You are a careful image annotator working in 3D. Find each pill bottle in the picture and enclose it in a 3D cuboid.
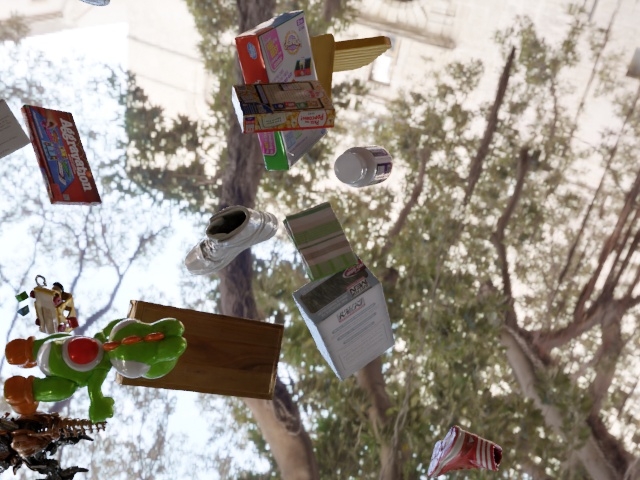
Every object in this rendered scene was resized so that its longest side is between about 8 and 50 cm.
[{"bbox_3d":[0.110,-0.194,1.737,0.108,0.108,0.193,23,-162,21],"label":"pill bottle"}]

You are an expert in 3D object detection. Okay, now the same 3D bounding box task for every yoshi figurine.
[{"bbox_3d":[-0.448,0.254,1.382,0.361,0.204,0.203,-12,-164,-2],"label":"yoshi figurine"}]

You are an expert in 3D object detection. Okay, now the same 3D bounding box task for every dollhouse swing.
[{"bbox_3d":[0.023,-0.438,1.964,0.304,0.315,0.347,4,178,-16],"label":"dollhouse swing"}]

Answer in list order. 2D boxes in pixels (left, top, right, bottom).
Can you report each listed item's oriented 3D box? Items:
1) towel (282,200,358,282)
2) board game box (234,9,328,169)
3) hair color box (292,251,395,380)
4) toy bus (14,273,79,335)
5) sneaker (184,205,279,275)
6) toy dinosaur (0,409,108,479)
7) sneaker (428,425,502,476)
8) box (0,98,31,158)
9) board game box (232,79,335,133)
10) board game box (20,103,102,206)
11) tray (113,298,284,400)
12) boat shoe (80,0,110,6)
[{"bbox_3d":[0.000,0.000,1.369,0.113,0.023,0.152,-22,-107,-14],"label":"towel"},{"bbox_3d":[-0.083,-0.361,1.586,0.064,0.317,0.242,2,-150,26],"label":"board game box"},{"bbox_3d":[0.070,0.206,1.691,0.185,0.374,0.114,-33,-122,-9],"label":"hair color box"},{"bbox_3d":[-0.802,0.192,2.006,0.191,0.202,0.104,51,-148,-7],"label":"toy bus"},{"bbox_3d":[-0.269,-0.005,1.703,0.169,0.292,0.108,18,-135,-63],"label":"sneaker"},{"bbox_3d":[-0.603,0.431,1.398,0.321,0.218,0.164,2,-128,27],"label":"toy dinosaur"},{"bbox_3d":[0.317,0.484,1.441,0.128,0.221,0.087,20,-120,6],"label":"sneaker"},{"bbox_3d":[-0.817,-0.241,1.576,0.182,0.119,0.181,-36,-156,-26],"label":"box"},{"bbox_3d":[-0.080,-0.285,1.395,0.193,0.045,0.147,-6,-141,-13],"label":"board game box"},{"bbox_3d":[-0.677,-0.221,1.731,0.145,0.027,0.281,-1,-115,-58],"label":"board game box"},{"bbox_3d":[-0.296,0.284,1.686,0.410,0.203,0.076,15,170,-33],"label":"tray"},{"bbox_3d":[-0.402,-0.434,0.953,0.095,0.079,0.254,4,169,41],"label":"boat shoe"}]
